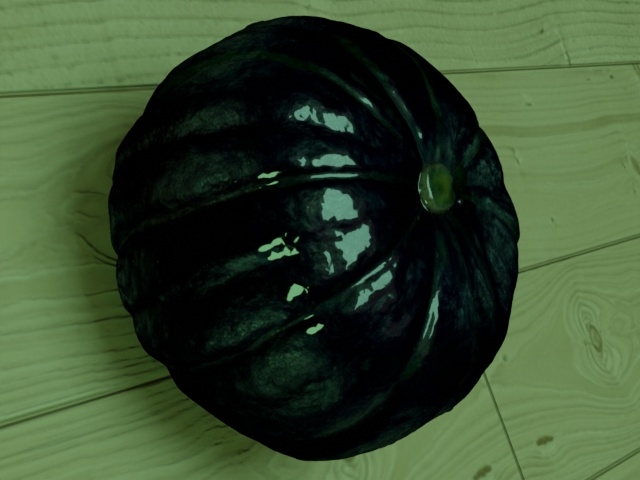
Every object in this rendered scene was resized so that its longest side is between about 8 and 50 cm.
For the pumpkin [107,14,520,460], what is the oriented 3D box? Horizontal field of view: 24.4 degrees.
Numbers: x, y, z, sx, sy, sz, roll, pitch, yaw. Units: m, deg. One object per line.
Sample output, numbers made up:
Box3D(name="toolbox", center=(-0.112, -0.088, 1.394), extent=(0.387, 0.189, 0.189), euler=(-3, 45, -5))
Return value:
Box3D(name="pumpkin", center=(0.000, 0.000, 1.211), extent=(0.363, 0.266, 0.363), euler=(28, 53, -45))
